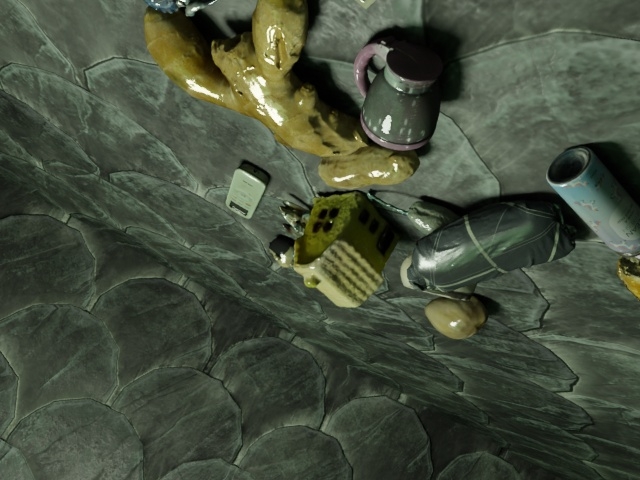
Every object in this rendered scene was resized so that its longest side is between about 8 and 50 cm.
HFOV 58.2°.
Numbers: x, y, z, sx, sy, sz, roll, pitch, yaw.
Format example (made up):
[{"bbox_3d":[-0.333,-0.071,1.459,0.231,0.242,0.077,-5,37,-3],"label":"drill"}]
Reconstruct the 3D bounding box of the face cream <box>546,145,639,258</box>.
[{"bbox_3d":[0.441,-0.047,0.882,0.229,0.075,0.075,36,158,-26],"label":"face cream"}]

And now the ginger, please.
[{"bbox_3d":[-0.112,-0.262,0.986,0.363,0.122,0.348,0,139,33],"label":"ginger"}]

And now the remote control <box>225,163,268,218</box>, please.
[{"bbox_3d":[-0.200,-0.128,1.537,0.090,0.038,0.309,30,160,-7],"label":"remote control"}]

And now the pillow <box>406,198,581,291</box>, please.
[{"bbox_3d":[0.306,0.019,1.087,0.335,0.092,0.161,-24,124,34],"label":"pillow"}]

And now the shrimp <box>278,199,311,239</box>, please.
[{"bbox_3d":[0.000,0.000,1.558,0.360,0.085,0.247,38,165,-37],"label":"shrimp"}]

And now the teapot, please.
[{"bbox_3d":[0.120,-0.225,0.841,0.116,0.148,0.146,-7,149,-11],"label":"teapot"}]

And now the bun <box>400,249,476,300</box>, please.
[{"bbox_3d":[0.268,0.061,1.294,0.173,0.119,0.173,10,-179,0],"label":"bun"}]

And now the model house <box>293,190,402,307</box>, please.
[{"bbox_3d":[0.044,0.031,1.334,0.175,0.234,0.193,5,150,46],"label":"model house"}]

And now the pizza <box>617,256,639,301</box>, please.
[{"bbox_3d":[0.661,0.104,0.956,0.323,0.089,0.223,31,166,-16],"label":"pizza"}]

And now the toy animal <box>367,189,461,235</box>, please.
[{"bbox_3d":[0.198,-0.051,1.189,0.253,0.070,0.079,22,147,21],"label":"toy animal"}]

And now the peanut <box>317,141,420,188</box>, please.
[{"bbox_3d":[0.088,-0.143,1.068,0.214,0.099,0.099,-4,144,46],"label":"peanut"}]

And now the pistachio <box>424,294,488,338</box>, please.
[{"bbox_3d":[0.360,0.196,1.527,0.185,0.124,0.124,13,157,49],"label":"pistachio"}]

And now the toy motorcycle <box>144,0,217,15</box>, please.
[{"bbox_3d":[-0.211,-0.410,0.776,0.239,0.108,0.204,-14,143,30],"label":"toy motorcycle"}]

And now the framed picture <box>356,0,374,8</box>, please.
[{"bbox_3d":[0.050,-0.369,0.670,0.150,0.015,0.203,34,159,-19],"label":"framed picture"}]

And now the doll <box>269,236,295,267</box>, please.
[{"bbox_3d":[-0.080,0.047,1.757,0.179,0.102,0.088,28,117,9],"label":"doll"}]
